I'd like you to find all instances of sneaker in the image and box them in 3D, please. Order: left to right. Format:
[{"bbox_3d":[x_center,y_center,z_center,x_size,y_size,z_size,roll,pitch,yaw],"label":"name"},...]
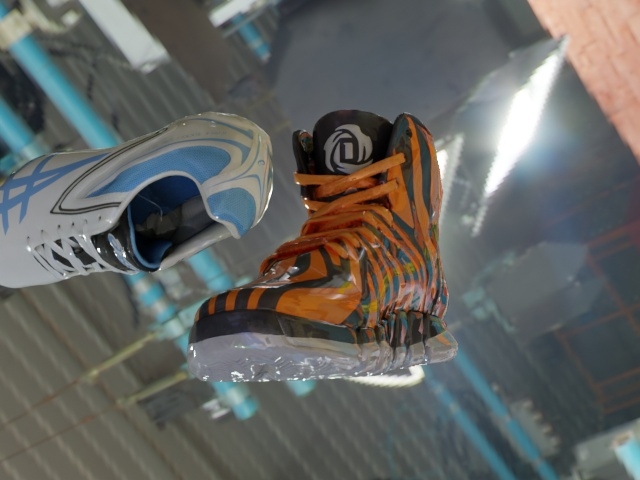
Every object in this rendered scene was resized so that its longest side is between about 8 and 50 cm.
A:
[{"bbox_3d":[-0.133,-0.011,0.849,0.085,0.237,0.086,49,-141,-31],"label":"sneaker"},{"bbox_3d":[0.000,0.000,0.912,0.321,0.124,0.180,5,-99,-70],"label":"sneaker"}]
